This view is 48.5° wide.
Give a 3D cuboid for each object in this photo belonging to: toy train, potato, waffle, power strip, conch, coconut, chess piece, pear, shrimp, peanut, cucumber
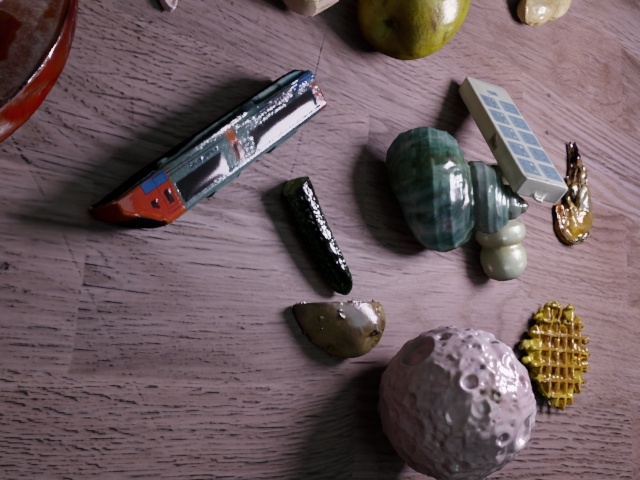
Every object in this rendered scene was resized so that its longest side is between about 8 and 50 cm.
[{"bbox_3d":[-0.145,-0.125,1.019,0.409,0.086,0.089,-44,115,-37],"label":"toy train"},{"bbox_3d":[0.048,0.142,1.149,0.172,0.089,0.100,7,81,-42],"label":"potato"},{"bbox_3d":[0.533,0.255,1.593,0.229,0.051,0.231,-42,112,-38],"label":"waffle"},{"bbox_3d":[0.366,-0.209,1.389,0.106,0.043,0.367,11,41,-24],"label":"power strip"},{"bbox_3d":[0.244,-0.083,1.309,0.278,0.195,0.220,15,100,2],"label":"conch"},{"bbox_3d":[-0.016,-0.431,1.163,0.116,0.122,0.116,0,91,-2],"label":"coconut"},{"bbox_3d":[0.361,-0.037,1.444,0.133,0.133,0.243,-13,100,-42],"label":"chess piece"},{"bbox_3d":[0.164,-0.421,1.279,0.200,0.200,0.199,7,79,-41],"label":"pear"},{"bbox_3d":[0.613,-0.120,1.711,0.117,0.066,0.261,5,79,-41],"label":"shrimp"},{"bbox_3d":[0.540,-0.571,1.695,0.214,0.100,0.099,-34,106,-41],"label":"peanut"},{"bbox_3d":[0.000,0.000,1.156,0.214,0.052,0.058,66,21,-16],"label":"cucumber"}]

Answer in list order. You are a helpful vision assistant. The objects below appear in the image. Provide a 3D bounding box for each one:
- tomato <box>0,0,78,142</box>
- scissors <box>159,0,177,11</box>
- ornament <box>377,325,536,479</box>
[{"bbox_3d":[-0.402,-0.190,0.720,0.339,0.143,0.338,2,65,-4],"label":"tomato"},{"bbox_3d":[-0.238,-0.494,1.031,0.160,0.024,0.317,13,75,-40],"label":"scissors"},{"bbox_3d":[0.219,0.260,1.173,0.225,0.259,0.259,51,54,-19],"label":"ornament"}]
